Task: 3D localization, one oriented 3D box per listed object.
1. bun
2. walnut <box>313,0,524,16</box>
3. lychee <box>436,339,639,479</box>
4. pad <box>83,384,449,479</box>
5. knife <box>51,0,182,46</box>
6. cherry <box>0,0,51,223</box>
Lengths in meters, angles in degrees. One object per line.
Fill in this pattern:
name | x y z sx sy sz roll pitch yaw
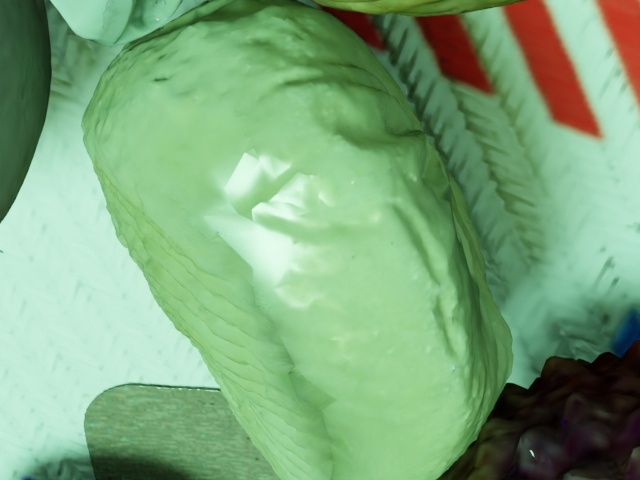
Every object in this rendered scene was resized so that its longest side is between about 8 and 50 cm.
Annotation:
bun | 0.000 0.000 0.466 0.111 0.164 0.188 -31 123 -9
walnut | 0.032 -0.128 0.376 0.166 0.149 0.166 8 151 4
lychee | 0.150 0.144 0.474 0.271 0.271 0.271 7 124 10
pad | 0.030 0.138 0.633 0.266 0.002 0.176 2 123 13
knife | -0.110 -0.174 0.374 0.265 0.040 0.073 60 155 3
cherry | -0.191 -0.081 0.414 0.206 0.239 0.239 11 128 36
